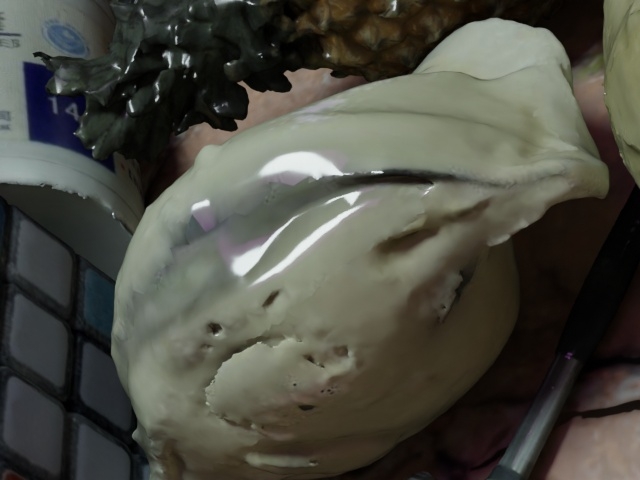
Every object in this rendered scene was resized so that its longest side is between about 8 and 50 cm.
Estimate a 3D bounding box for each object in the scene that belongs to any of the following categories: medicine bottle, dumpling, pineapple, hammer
[{"bbox_3d":[-0.225,-0.081,1.022,0.190,0.190,0.332,-33,43,18],"label":"medicine bottle"},{"bbox_3d":[0.000,0.000,0.766,0.318,0.187,0.243,-40,24,32],"label":"dumpling"},{"bbox_3d":[0.001,-0.168,0.851,0.362,0.202,0.202,-29,43,4],"label":"pineapple"},{"bbox_3d":[0.136,0.047,0.733,0.103,0.029,0.246,15,69,47],"label":"hammer"}]

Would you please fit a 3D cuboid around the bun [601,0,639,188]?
[{"bbox_3d":[0.262,-0.118,0.600,0.362,0.234,0.326,2,66,49],"label":"bun"}]

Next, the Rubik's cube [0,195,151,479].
[{"bbox_3d":[-0.262,0.151,0.799,0.287,0.293,0.292,-27,43,23],"label":"Rubik's cube"}]

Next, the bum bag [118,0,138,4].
[{"bbox_3d":[-0.042,-0.236,1.058,0.248,0.060,0.123,-28,34,-9],"label":"bum bag"}]
